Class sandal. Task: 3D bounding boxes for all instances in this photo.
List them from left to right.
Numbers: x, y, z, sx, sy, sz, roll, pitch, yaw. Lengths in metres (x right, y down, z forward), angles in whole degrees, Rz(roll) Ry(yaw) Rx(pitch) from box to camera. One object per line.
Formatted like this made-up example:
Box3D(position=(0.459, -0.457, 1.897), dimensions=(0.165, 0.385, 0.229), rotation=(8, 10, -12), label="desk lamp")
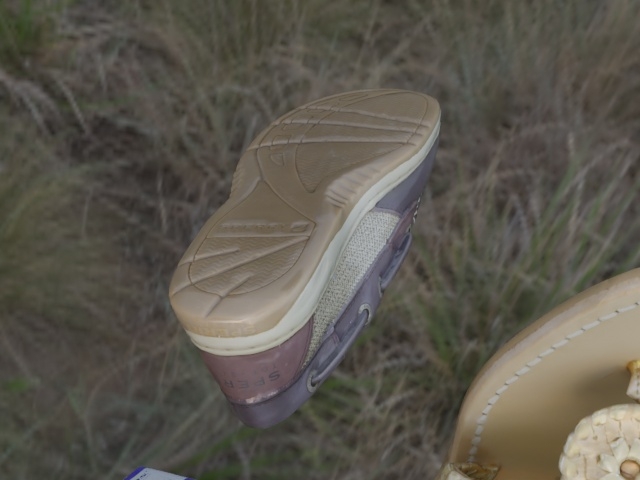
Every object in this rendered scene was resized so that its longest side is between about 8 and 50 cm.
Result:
Box3D(position=(0.066, 0.100, 0.499), dimensions=(0.088, 0.240, 0.079), rotation=(16, 54, -20), label="sandal")

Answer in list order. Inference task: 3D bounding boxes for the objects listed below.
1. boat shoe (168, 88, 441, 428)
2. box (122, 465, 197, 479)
Box3D(position=(0.000, 0.000, 0.925), dimensions=(0.103, 0.092, 0.285), rotation=(3, 30, 19), label="boat shoe")
Box3D(position=(-0.122, 0.265, 1.389), dimensions=(0.072, 0.137, 0.126), rotation=(-41, 106, -23), label="box")
